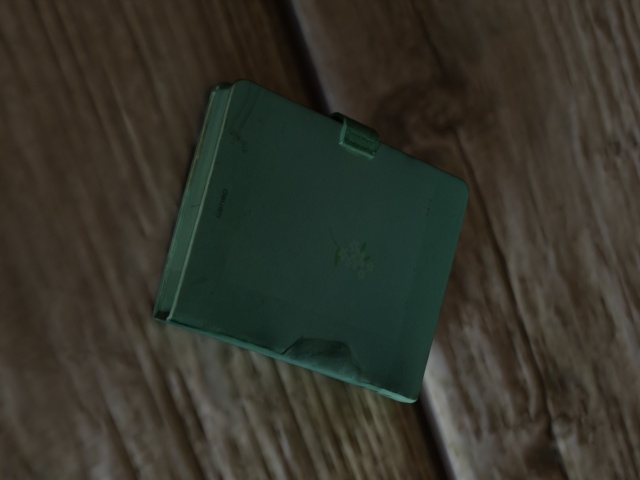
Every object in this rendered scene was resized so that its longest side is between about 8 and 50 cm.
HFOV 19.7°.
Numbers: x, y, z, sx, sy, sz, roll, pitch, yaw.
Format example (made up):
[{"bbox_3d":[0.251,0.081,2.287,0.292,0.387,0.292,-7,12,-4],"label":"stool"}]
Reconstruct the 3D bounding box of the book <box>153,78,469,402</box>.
[{"bbox_3d":[0.000,0.000,0.740,0.135,0.017,0.103,21,78,-39],"label":"book"}]
